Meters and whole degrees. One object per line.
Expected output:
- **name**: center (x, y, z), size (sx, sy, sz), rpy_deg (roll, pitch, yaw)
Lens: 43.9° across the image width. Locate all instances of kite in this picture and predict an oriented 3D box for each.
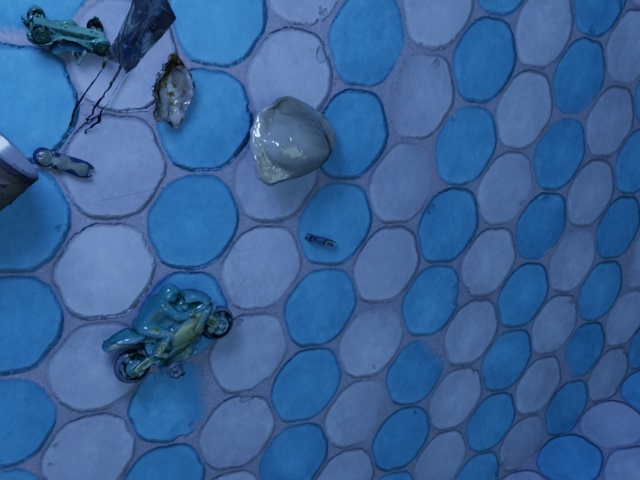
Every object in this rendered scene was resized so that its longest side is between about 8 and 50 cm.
- **kite**: center (-0.385, -0.342, 1.507), size (0.310, 0.015, 0.169), rpy_deg (-56, 170, -2)

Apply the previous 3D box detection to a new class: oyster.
- **oyster**: center (-0.305, -0.307, 1.611), size (0.103, 0.051, 0.148), rpy_deg (5, 108, -55)

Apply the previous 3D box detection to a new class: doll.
- **doll**: center (-0.503, -0.151, 1.557), size (0.125, 0.027, 0.037), rpy_deg (16, 93, -38)

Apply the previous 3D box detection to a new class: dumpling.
- **dumpling**: center (-0.061, -0.234, 1.773), size (0.252, 0.131, 0.179), rpy_deg (-30, 102, -34)

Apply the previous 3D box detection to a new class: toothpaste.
- **toothpaste**: center (0.000, 0.000, 1.974), size (0.083, 0.020, 0.017), rpy_deg (14, 97, -38)

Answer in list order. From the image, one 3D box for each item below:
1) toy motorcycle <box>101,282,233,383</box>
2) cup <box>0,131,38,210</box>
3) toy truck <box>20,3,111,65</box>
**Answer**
- **toy motorcycle**: center (-0.338, 0.199, 1.774), size (0.296, 0.109, 0.198), rpy_deg (-32, 122, -21)
- **cup**: center (-0.683, -0.127, 1.347), size (0.257, 0.227, 0.301), rpy_deg (-45, 99, -5)
- **toy truck**: center (-0.471, -0.371, 1.463), size (0.154, 0.080, 0.078), rpy_deg (2, 135, -35)
